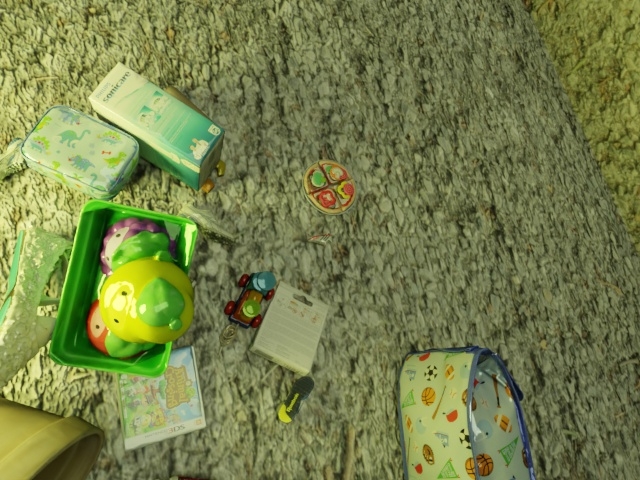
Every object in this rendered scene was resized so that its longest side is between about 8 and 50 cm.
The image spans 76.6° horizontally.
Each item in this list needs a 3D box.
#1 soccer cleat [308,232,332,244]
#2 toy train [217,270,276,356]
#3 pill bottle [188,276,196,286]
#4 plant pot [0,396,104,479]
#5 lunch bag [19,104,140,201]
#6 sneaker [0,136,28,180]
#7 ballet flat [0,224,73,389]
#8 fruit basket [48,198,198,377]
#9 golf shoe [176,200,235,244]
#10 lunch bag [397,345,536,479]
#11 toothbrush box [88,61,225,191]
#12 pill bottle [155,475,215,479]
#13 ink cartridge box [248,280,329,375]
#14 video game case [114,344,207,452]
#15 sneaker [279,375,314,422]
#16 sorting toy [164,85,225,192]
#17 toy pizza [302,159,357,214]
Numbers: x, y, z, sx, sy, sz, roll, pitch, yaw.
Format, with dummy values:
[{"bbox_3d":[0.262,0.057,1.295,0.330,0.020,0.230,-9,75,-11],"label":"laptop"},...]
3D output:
[{"bbox_3d":[0.000,0.000,1.296,0.083,0.029,0.035,-10,75,-29],"label":"soccer cleat"},{"bbox_3d":[-0.201,0.198,1.092,0.105,0.143,0.248,29,66,-12],"label":"toy train"},{"bbox_3d":[-0.398,0.107,1.081,0.116,0.065,0.065,34,65,-11],"label":"pill bottle"},{"bbox_3d":[-0.649,0.439,0.775,0.280,0.323,0.323,31,65,7],"label":"plant pot"},{"bbox_3d":[-0.561,-0.209,0.968,0.219,0.090,0.176,25,68,-14],"label":"lunch bag"},{"bbox_3d":[-0.774,-0.196,1.022,0.058,0.052,0.135,28,67,-17],"label":"sneaker"},{"bbox_3d":[-0.628,0.138,0.889,0.147,0.147,0.408,4,51,-21],"label":"ballet flat"},{"bbox_3d":[-0.402,0.113,0.863,0.283,0.392,0.391,12,71,-11],"label":"fruit basket"},{"bbox_3d":[-0.317,-0.053,1.162,0.176,0.069,0.086,29,60,-14],"label":"golf shoe"},{"bbox_3d":[0.389,0.500,1.146,0.239,0.328,0.385,1,73,-27],"label":"lunch bag"},{"bbox_3d":[-0.417,-0.283,1.067,0.296,0.216,0.126,31,73,-9],"label":"toothbrush box"},{"bbox_3d":[-0.321,0.608,0.957,0.152,0.086,0.086,18,69,-17],"label":"pill bottle"},{"bbox_3d":[-0.086,0.254,1.188,0.181,0.056,0.224,29,48,-12],"label":"ink cartridge box"},{"bbox_3d":[-0.402,0.391,1.021,0.194,0.023,0.212,-8,78,-24],"label":"video game case"},{"bbox_3d":[-0.069,0.444,1.129,0.053,0.059,0.144,30,53,16],"label":"sneaker"},{"bbox_3d":[-0.401,-0.300,1.209,0.307,0.041,0.229,42,64,-6],"label":"sorting toy"},{"bbox_3d":[0.036,-0.183,1.361,0.201,0.032,0.201,6,73,-21],"label":"toy pizza"}]
